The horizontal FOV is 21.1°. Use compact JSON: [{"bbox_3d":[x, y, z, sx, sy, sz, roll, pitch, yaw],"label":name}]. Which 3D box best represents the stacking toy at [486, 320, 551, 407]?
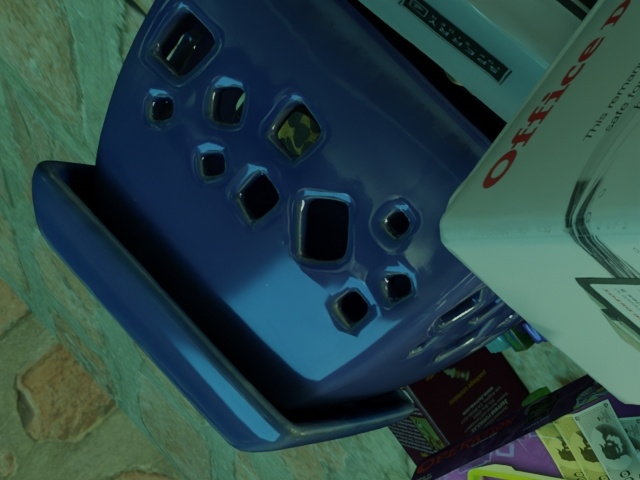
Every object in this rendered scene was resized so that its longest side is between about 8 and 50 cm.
[{"bbox_3d":[0.143,0.050,1.152,0.167,0.052,0.221,53,165,-4],"label":"stacking toy"}]

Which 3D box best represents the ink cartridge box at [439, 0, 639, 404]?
[{"bbox_3d":[0.184,-0.046,0.566,0.115,0.198,0.273,41,166,-15],"label":"ink cartridge box"}]

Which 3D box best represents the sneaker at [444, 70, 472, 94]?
[{"bbox_3d":[0.114,-0.097,0.831,0.229,0.092,0.087,42,160,20],"label":"sneaker"}]

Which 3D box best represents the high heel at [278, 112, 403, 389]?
[{"bbox_3d":[0.000,0.000,1.146,0.093,0.186,0.261,17,-178,-33],"label":"high heel"}]

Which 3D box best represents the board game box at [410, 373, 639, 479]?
[{"bbox_3d":[0.238,0.235,1.079,0.347,0.208,0.056,53,-157,-12],"label":"board game box"}]

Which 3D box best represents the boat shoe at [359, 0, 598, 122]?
[{"bbox_3d":[0.067,-0.146,0.732,0.306,0.105,0.113,40,166,2],"label":"boat shoe"}]

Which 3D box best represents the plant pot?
[{"bbox_3d":[0.000,-0.018,0.938,0.236,0.212,0.236,46,-166,16],"label":"plant pot"}]

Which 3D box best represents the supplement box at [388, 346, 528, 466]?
[{"bbox_3d":[0.115,0.146,1.357,0.188,0.081,0.104,54,162,-14],"label":"supplement box"}]
